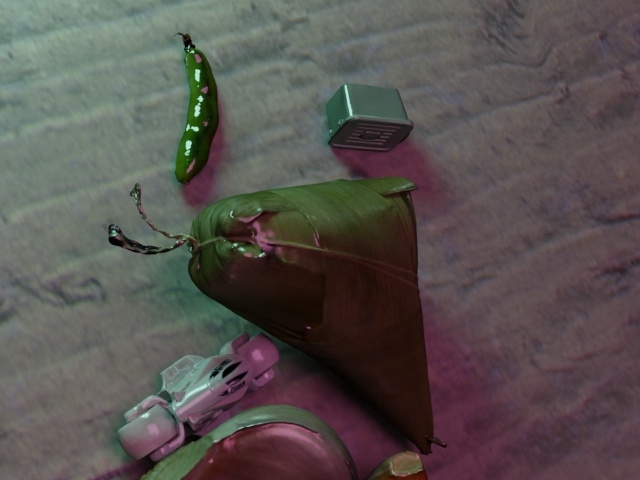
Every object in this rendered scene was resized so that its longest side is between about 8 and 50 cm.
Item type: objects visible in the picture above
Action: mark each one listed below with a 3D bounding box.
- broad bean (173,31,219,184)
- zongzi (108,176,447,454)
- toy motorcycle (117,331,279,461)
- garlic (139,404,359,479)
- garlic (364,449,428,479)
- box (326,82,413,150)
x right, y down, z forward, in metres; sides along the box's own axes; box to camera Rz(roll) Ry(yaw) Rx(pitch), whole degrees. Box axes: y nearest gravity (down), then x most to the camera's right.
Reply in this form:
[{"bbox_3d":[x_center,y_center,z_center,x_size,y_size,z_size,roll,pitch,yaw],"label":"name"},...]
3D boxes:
[{"bbox_3d":[-0.174,-0.180,1.885,0.069,0.039,0.227,9,66,-33],"label":"broad bean"},{"bbox_3d":[-0.029,0.104,1.733,0.447,0.181,0.418,-7,82,-44],"label":"zongzi"},{"bbox_3d":[-0.145,0.192,1.715,0.254,0.112,0.112,-34,89,-35],"label":"toy motorcycle"},{"bbox_3d":[-0.076,0.327,1.641,0.292,0.210,0.237,34,51,-19],"label":"garlic"},{"bbox_3d":[0.122,0.378,1.794,0.207,0.128,0.115,60,14,-4],"label":"garlic"},{"bbox_3d":[0.068,-0.182,1.996,0.122,0.084,0.069,3,62,-29],"label":"box"}]
